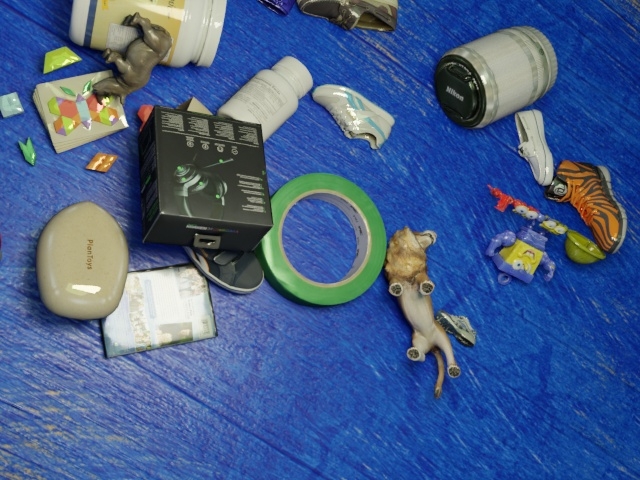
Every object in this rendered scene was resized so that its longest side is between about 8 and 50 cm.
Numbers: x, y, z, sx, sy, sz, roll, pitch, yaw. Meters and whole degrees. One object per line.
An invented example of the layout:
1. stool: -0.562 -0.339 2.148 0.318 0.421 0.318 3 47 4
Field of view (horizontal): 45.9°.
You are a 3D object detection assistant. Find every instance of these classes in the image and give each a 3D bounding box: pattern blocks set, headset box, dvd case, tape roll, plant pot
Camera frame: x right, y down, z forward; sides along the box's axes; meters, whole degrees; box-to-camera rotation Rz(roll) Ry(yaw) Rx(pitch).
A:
1. pattern blocks set: -0.528 -0.291 1.683 0.325 0.026 0.285 -32 99 -14
2. headset box: -0.244 -0.118 1.595 0.246 0.131 0.283 5 60 -28
3. dvd case: -0.368 0.151 1.697 0.253 0.022 0.180 -8 82 -22
4. tape roll: 0.000 0.000 1.834 0.321 0.077 0.321 4 80 -20
5. plant pot: -0.295 -0.253 1.758 0.096 0.109 0.109 29 71 -25

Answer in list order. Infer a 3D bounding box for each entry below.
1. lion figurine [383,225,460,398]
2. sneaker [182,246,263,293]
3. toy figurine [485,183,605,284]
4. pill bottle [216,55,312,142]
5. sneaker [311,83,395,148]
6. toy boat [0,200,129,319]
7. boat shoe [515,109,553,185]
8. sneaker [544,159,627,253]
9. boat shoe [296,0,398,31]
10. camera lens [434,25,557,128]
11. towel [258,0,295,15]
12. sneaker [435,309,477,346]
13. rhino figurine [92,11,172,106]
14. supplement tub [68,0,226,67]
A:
1. lion figurine: 0.244 0.167 1.858 0.142 0.240 0.392 -9 101 5
2. sneaker: -0.242 -0.010 1.709 0.321 0.127 0.126 43 53 -10
3. toy figurine: 0.555 0.029 2.036 0.363 0.191 0.217 25 103 -23
4. pill bottle: -0.129 -0.334 1.816 0.131 0.131 0.229 45 69 -8
5. sneaker: 0.077 -0.317 1.917 0.229 0.087 0.092 27 74 -12
6. toy boat: -0.566 0.034 1.586 0.318 0.148 0.267 11 62 -23
7. boat shoe: 0.587 -0.257 2.112 0.076 0.083 0.226 -3 70 -9
8. sneaker: 0.713 -0.098 2.073 0.180 0.124 0.321 11 43 -10
9. boat shoe: 0.078 -0.594 1.961 0.285 0.103 0.092 -2 76 -27
10. camera lens: 0.460 -0.435 2.009 0.274 0.219 0.219 -26 90 -23
11. towel: -0.117 -0.754 1.928 0.228 0.076 0.308 29 72 -15
12. sneaker: 0.351 0.215 1.948 0.135 0.052 0.058 41 59 -17
13. rhino figurine: -0.410 -0.375 1.620 0.106 0.243 0.073 25 33 -33
14. supplement tub: -0.387 -0.519 1.700 0.316 0.228 0.228 9 77 -19
